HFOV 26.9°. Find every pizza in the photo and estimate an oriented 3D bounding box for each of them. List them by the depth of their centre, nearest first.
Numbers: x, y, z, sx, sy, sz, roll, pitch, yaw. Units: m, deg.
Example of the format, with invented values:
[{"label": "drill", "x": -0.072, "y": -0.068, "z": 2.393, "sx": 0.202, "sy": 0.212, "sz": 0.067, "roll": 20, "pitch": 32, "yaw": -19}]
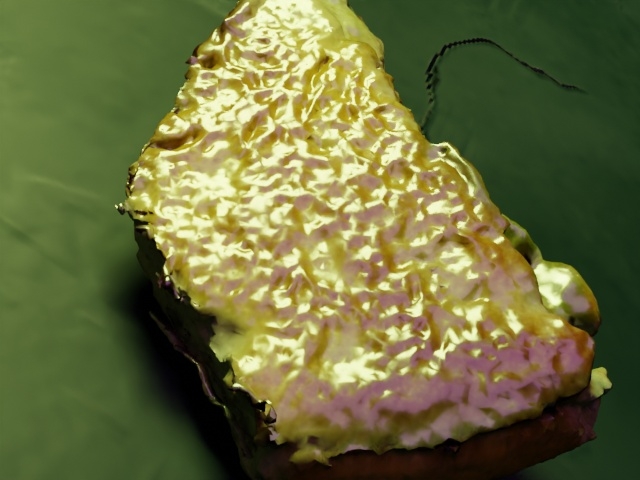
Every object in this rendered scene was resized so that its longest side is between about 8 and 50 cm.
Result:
[{"label": "pizza", "x": 0.000, "y": 0.000, "z": 0.487, "sx": 0.147, "sy": 0.069, "sz": 0.226, "roll": -26, "pitch": 66, "yaw": -25}]
